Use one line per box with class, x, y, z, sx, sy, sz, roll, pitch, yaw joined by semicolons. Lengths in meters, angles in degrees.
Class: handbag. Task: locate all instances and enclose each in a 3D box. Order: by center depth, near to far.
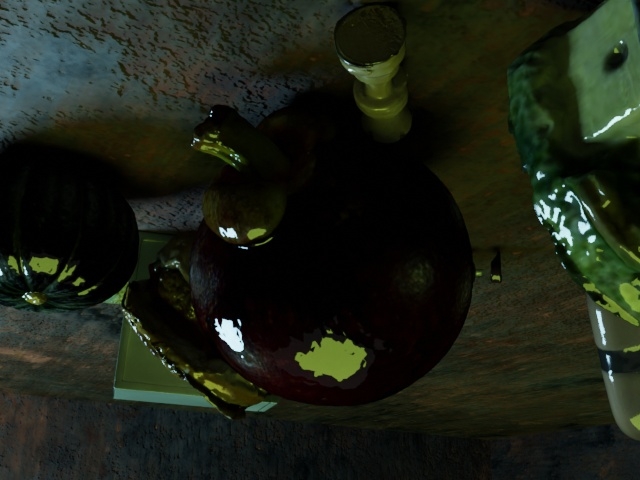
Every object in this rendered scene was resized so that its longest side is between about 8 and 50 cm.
handbag;0.372;0.037;0.872;0.149;0.283;0.302;-8;-164;29

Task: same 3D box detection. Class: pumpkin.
pumpkin;-0.326;-0.002;0.959;0.221;0.161;0.220;-2;157;-1

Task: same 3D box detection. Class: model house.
model house;0.332;-0.084;0.529;0.321;0.261;0.266;3;159;-20

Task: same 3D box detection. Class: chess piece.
chess piece;0.053;-0.134;0.714;0.060;0.060;0.172;-2;162;10

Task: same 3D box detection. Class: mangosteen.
mangosteen;0.009;0.012;0.821;0.297;0.293;0.297;1;-168;0

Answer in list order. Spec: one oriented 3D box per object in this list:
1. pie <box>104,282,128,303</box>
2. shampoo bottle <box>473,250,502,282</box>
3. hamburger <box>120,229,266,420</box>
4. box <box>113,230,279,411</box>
pie;-0.307;0.071;1.331;0.187;0.041;0.187;2;161;1
shampoo bottle;0.143;0.047;1.190;0.236;0.068;0.067;0;160;13
hamburger;-0.126;0.094;1.023;0.163;0.244;0.244;-44;154;-2
box;-0.173;0.122;1.190;0.225;0.224;0.117;8;160;-12
